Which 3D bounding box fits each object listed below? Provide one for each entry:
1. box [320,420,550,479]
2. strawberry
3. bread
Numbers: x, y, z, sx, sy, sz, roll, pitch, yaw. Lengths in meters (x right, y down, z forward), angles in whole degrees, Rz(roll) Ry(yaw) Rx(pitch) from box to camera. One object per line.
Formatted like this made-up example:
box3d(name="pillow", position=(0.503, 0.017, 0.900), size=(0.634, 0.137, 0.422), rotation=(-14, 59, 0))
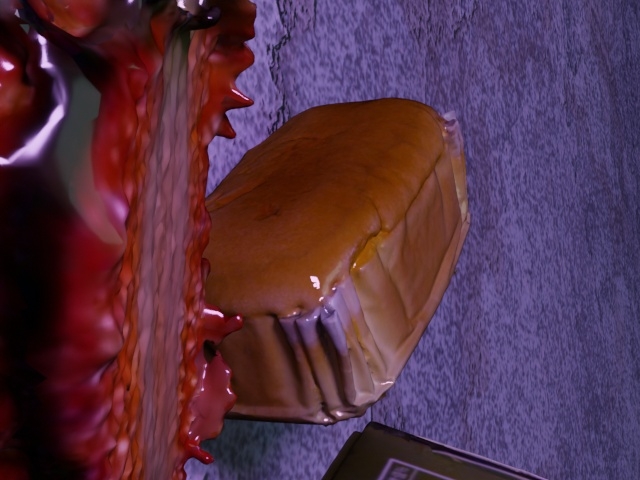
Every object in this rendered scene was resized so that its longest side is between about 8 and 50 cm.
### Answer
box3d(name="box", position=(-0.021, 0.337, 0.485), size=(0.420, 0.138, 0.373), rotation=(-44, 148, -58))
box3d(name="strawberry", position=(-0.111, 0.025, 0.474), size=(0.233, 0.138, 0.306), rotation=(-67, 167, -66))
box3d(name="bread", position=(0.000, 0.000, 0.703), size=(0.241, 0.136, 0.107), rotation=(-54, 135, -53))
